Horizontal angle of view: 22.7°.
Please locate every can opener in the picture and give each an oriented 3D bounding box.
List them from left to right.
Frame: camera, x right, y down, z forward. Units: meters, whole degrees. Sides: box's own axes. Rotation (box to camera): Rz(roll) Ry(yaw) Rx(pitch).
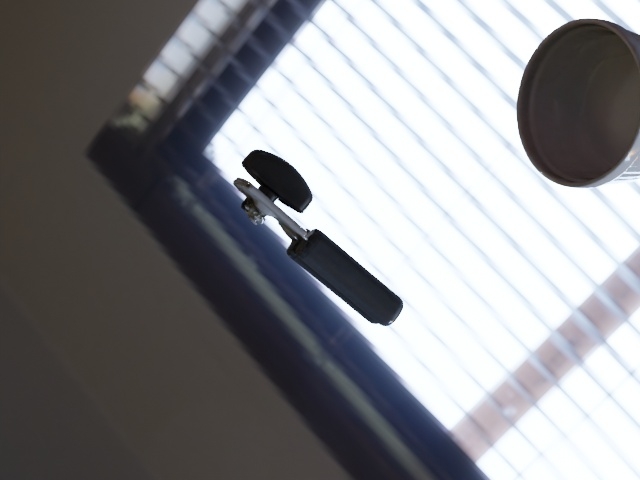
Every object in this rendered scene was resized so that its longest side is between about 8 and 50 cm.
[{"bbox_3d":[0.000,0.000,2.028,0.280,0.093,0.074,44,170,-14],"label":"can opener"}]

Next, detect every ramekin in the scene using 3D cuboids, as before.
[{"bbox_3d":[0.349,-0.164,1.948,0.109,0.207,0.207,3,-136,-40],"label":"ramekin"}]
